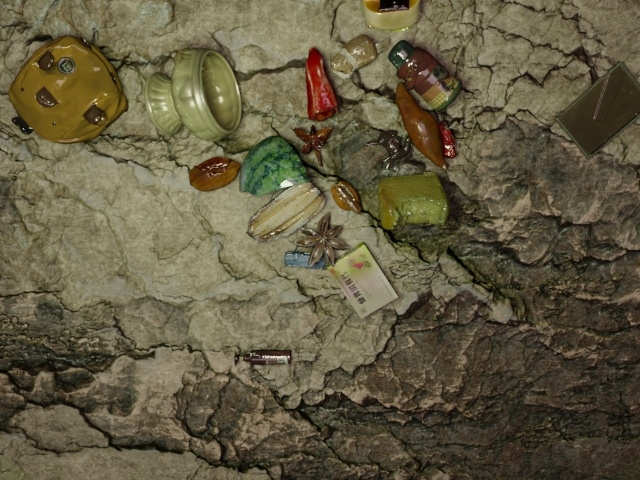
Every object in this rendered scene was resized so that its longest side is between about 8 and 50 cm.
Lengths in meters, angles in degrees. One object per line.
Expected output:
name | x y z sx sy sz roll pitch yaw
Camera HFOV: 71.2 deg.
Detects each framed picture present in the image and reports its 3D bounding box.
framed picture | 1.039 -0.472 1.637 0.289 0.016 0.213 -43 99 10

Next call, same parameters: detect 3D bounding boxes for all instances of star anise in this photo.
star anise | 0.011 0.012 1.708 0.212 0.073 0.197 -28 92 -23
star anise | -0.024 -0.346 1.666 0.158 0.144 0.140 -8 59 -4

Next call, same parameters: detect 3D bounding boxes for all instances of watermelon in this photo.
watermelon | -0.192 -0.253 1.639 0.260 0.256 0.176 -19 147 -3

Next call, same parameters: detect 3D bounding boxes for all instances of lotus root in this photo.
lotus root | -0.138 -0.109 1.707 0.329 0.078 0.167 -31 117 12

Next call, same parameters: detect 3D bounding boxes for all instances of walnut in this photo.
walnut | -0.391 -0.249 1.659 0.207 0.116 0.116 -17 103 5

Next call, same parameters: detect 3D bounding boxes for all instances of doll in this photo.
doll | 0.137 -0.649 1.556 0.221 0.105 0.115 -25 95 9
doll | 0.269 -0.349 1.657 0.165 0.057 0.139 -36 99 0

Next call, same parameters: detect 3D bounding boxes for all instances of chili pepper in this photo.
chili pepper | -0.009 -0.550 1.566 0.136 0.144 0.253 -7 100 40

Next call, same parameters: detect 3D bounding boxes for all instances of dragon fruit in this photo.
dragon fruit | 0.462 -0.365 1.644 0.097 0.063 0.131 2 104 0

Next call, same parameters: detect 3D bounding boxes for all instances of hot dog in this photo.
hot dog | 0.099 -0.160 1.701 0.090 0.060 0.140 -28 105 12

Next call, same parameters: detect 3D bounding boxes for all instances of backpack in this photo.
backpack | -0.880 -0.504 1.555 0.378 0.201 0.353 -41 96 6

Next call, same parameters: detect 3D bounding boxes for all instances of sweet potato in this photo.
sweet potato | 0.365 -0.404 1.607 0.112 0.112 0.359 -32 99 8

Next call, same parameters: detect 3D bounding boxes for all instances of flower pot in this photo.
flower pot | -0.438 -0.485 1.519 0.244 0.307 0.307 -6 104 16

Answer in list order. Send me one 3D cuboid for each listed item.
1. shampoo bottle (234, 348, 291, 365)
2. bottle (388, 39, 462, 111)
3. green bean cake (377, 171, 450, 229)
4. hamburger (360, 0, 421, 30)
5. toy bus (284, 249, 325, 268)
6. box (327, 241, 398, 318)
shampoo bottle | -0.240 0.489 1.862 0.236 0.067 0.068 -1 85 2
bottle | 0.350 -0.573 1.548 0.271 0.156 0.143 36 106 -13
green bean cake | 0.330 -0.133 1.622 0.236 0.233 0.124 -4 132 1
hamburger | 0.241 -0.804 1.519 0.210 0.116 0.173 -5 96 6
toy bus | -0.060 0.076 1.768 0.166 0.047 0.065 6 106 0
box | 0.167 0.159 1.778 0.175 0.062 0.260 -33 102 8
